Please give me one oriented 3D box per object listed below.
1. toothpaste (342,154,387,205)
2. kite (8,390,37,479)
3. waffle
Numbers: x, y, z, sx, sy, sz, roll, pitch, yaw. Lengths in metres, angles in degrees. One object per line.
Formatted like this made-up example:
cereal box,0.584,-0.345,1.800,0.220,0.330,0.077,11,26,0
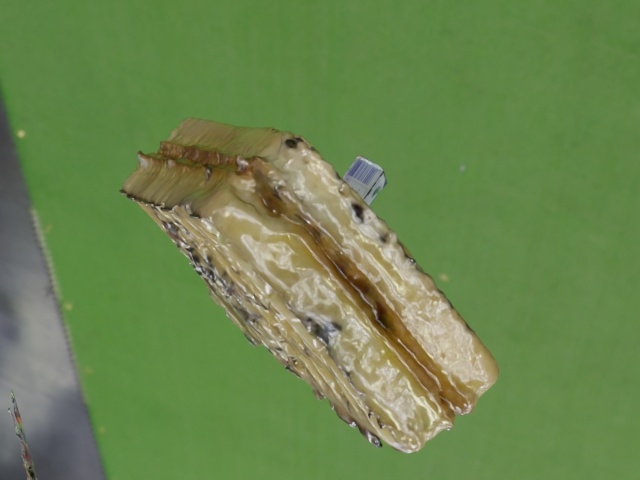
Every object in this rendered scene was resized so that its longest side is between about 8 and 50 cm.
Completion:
toothpaste,0.000,0.000,1.525,0.040,0.196,0.047,33,170,16
kite,-0.222,0.165,1.102,0.004,0.090,0.122,-16,146,-18
waffle,-0.031,0.020,1.208,0.261,0.114,0.376,47,172,-18
